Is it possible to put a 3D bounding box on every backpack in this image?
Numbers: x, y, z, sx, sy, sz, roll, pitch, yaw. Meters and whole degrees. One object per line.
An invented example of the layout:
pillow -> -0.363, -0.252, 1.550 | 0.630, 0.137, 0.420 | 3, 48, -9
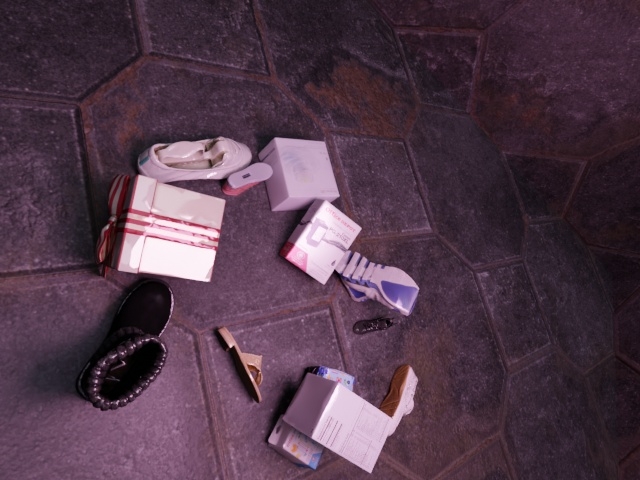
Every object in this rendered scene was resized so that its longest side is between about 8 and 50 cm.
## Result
backpack -> 0.017, 0.494, 1.286 | 0.158, 0.116, 0.174 | 30, 59, -22

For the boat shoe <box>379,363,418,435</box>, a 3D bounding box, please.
boat shoe -> 0.286, 0.576, 1.461 | 0.096, 0.098, 0.277 | 46, 50, -11

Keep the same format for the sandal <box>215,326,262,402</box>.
sandal -> -0.208, 0.343, 1.198 | 0.079, 0.088, 0.240 | -30, 86, -34

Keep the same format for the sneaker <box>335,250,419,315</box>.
sneaker -> 0.196, 0.163, 1.487 | 0.315, 0.182, 0.128 | 28, 67, 19

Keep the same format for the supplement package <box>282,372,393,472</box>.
supplement package -> 0.044, 0.485, 1.123 | 0.203, 0.194, 0.149 | 39, 67, -18

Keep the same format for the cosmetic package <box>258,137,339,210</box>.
cosmetic package -> -0.078, -0.235, 1.496 | 0.223, 0.138, 0.225 | -6, 77, -38

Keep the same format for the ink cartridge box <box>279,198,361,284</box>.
ink cartridge box -> 0.000, 0.000, 1.416 | 0.171, 0.100, 0.237 | 36, 84, -20

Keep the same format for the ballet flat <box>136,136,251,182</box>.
ballet flat -> -0.364, -0.264, 1.300 | 0.399, 0.139, 0.139 | -19, 83, -40

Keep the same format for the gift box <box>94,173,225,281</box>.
gift box -> -0.433, -0.014, 1.080 | 0.257, 0.276, 0.256 | 14, 77, -35

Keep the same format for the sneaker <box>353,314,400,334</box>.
sneaker -> 0.209, 0.307, 1.518 | 0.170, 0.089, 0.051 | -1, 73, -37

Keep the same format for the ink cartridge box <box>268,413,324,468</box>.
ink cartridge box -> -0.072, 0.581, 1.200 | 0.143, 0.089, 0.092 | 41, 53, -17

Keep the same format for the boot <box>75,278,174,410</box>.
boot -> -0.426, 0.224, 0.971 | 0.131, 0.260, 0.348 | 33, 56, -21

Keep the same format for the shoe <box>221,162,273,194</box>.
shoe -> -0.248, -0.206, 1.392 | 0.177, 0.081, 0.064 | -29, 90, -37
